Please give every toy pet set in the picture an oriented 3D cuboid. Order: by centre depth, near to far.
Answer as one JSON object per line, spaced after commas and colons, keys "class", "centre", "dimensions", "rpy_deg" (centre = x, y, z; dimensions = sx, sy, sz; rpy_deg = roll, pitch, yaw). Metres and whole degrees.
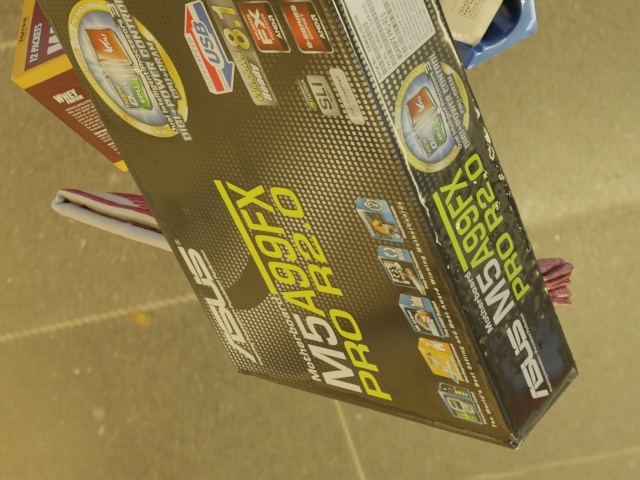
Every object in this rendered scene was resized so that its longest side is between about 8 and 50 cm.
{"class": "toy pet set", "centre": [0.066, -0.153, 0.733], "dimensions": [0.065, 0.114, 0.122], "rpy_deg": [9, 121, -38]}

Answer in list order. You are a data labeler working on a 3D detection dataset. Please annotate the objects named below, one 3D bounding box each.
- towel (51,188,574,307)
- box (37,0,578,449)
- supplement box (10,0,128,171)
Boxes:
{"class": "towel", "centre": [0.000, 0.000, 1.033], "dimensions": [0.329, 0.237, 0.037], "rpy_deg": [7, 95, -41]}
{"class": "box", "centre": [-0.009, -0.031, 0.695], "dimensions": [0.216, 0.060, 0.270], "rpy_deg": [9, 133, 45]}
{"class": "supplement box", "centre": [-0.195, -0.203, 1.509], "dimensions": [0.191, 0.129, 0.194], "rpy_deg": [-19, 142, 26]}
